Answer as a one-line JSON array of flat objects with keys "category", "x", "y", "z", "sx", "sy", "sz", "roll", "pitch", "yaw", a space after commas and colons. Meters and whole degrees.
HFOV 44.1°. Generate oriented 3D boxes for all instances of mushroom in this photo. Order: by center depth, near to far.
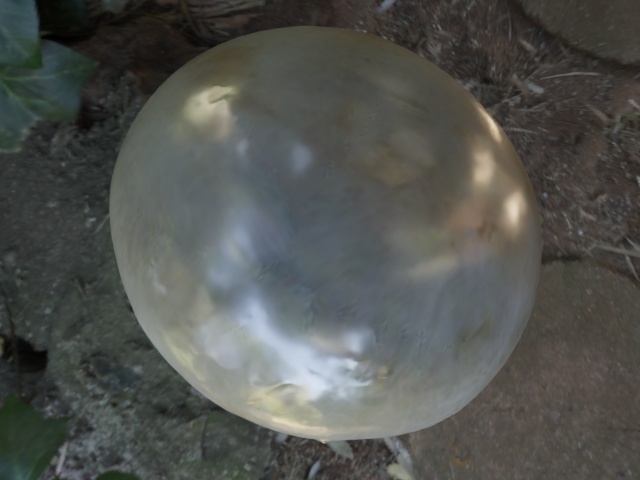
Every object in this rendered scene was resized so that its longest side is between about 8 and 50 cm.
[{"category": "mushroom", "x": 0.000, "y": 0.000, "z": 0.676, "sx": 0.362, "sy": 0.362, "sz": 0.294, "roll": 40, "pitch": 144, "yaw": 3}]
